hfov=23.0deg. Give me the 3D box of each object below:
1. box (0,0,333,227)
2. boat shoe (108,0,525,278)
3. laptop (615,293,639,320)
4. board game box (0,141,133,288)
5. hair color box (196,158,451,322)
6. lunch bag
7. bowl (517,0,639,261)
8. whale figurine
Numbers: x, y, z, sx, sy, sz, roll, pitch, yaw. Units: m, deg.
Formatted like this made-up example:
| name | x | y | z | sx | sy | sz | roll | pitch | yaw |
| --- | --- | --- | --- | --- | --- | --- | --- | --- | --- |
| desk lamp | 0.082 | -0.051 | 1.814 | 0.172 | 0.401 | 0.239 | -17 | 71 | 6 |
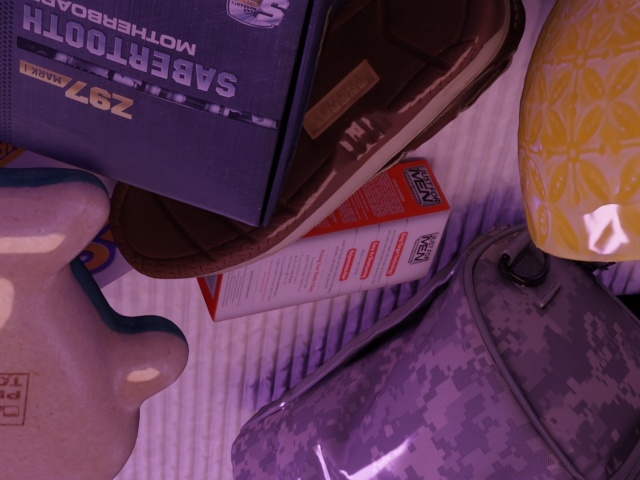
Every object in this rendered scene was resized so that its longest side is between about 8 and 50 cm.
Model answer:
| name | x | y | z | sx | sy | sz | roll | pitch | yaw |
| --- | --- | --- | --- | --- | --- | --- | --- | --- | --- |
| box | -0.112 | -0.114 | 0.716 | 0.233 | 0.059 | 0.183 | 19 | 142 | 2 |
| boat shoe | 0.004 | -0.057 | 0.842 | 0.257 | 0.095 | 0.095 | -31 | 168 | 25 |
| laptop | 0.287 | 0.122 | 1.202 | 0.234 | 0.136 | 0.264 | -4 | 169 | -3 |
| board game box | -0.172 | -0.007 | 0.937 | 0.259 | 0.039 | 0.124 | -32 | 137 | 26 |
| hair color box | 0.000 | 0.000 | 0.936 | 0.141 | 0.043 | 0.072 | -10 | 146 | -19 |
| lunch bag | 0.104 | 0.158 | 1.041 | 0.256 | 0.212 | 0.305 | 50 | 129 | 0 |
| bowl | 0.213 | -0.114 | 0.723 | 0.289 | 0.289 | 0.156 | -16 | 100 | 13 |
| whale figurine | -0.179 | 0.038 | 0.854 | 0.216 | 0.141 | 0.272 | 2 | 138 | -12 |
